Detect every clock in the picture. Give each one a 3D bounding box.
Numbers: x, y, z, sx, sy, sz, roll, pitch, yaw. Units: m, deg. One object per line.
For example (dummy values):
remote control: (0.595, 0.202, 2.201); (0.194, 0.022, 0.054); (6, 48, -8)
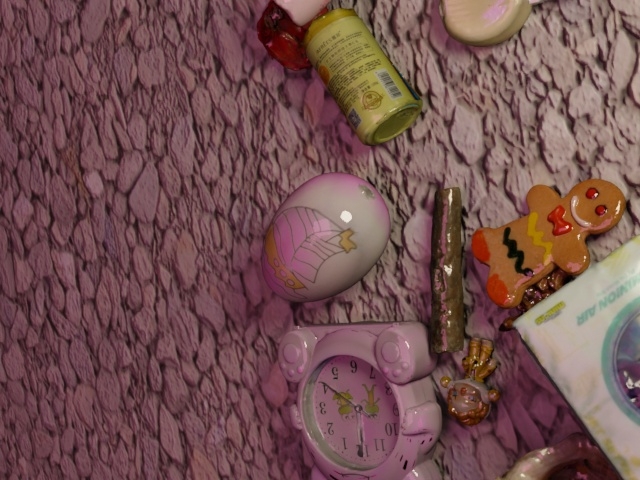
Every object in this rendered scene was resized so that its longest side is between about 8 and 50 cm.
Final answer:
clock: (0.077, 0.302, 1.648); (0.296, 0.113, 0.322); (-6, 92, 36)

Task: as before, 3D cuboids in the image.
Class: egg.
egg: (0.000, 0.000, 1.622); (0.271, 0.196, 0.196); (-35, 74, 26)

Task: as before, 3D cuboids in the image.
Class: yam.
yam: (0.208, 0.049, 1.551); (0.061, 0.061, 0.274); (0, 90, 36)

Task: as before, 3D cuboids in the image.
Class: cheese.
cheese: (0.293, -0.378, 1.454); (0.227, 0.064, 0.137); (-5, 95, 37)

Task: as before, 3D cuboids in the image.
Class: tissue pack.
tissue pack: (0.483, 0.196, 1.273); (0.287, 0.162, 0.388); (-37, 73, 10)

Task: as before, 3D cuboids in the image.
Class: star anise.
star anise: (0.333, 0.103, 1.471); (0.234, 0.073, 0.177); (5, 89, 43)

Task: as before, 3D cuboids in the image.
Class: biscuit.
biscuit: (0.347, -0.012, 1.434); (0.250, 0.036, 0.165); (-33, 57, 23)

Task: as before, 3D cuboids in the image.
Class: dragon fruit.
dragon fruit: (-0.071, -0.383, 1.690); (0.153, 0.111, 0.153); (2, 92, 38)

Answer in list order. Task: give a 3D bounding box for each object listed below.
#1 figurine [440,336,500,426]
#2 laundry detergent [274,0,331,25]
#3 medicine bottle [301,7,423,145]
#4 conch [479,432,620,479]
figurine: (0.249, 0.233, 1.550); (0.101, 0.068, 0.143); (-18, 72, 32)
laundry detergent: (0.062, -0.496, 1.542); (0.335, 0.159, 0.088); (-42, 103, 10)
medicine bottle: (0.064, -0.284, 1.597); (0.124, 0.124, 0.239); (-42, 70, 31)
conch: (0.371, 0.448, 1.404); (0.352, 0.210, 0.297); (33, 91, 11)
